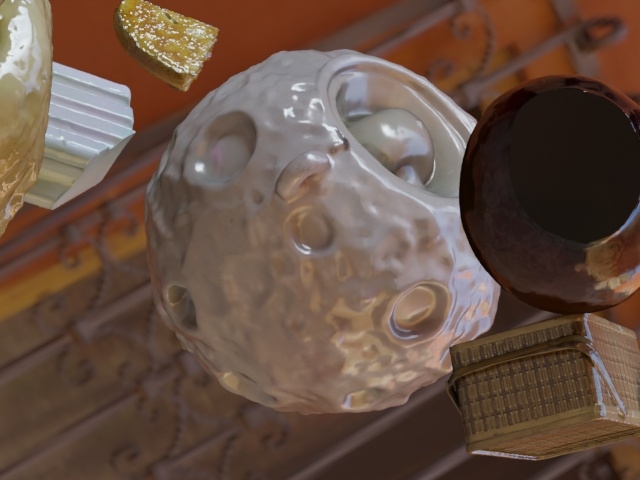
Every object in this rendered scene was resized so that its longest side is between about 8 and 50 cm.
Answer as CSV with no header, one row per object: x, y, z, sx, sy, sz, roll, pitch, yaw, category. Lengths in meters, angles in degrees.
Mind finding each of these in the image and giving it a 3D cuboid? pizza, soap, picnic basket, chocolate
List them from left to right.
-0.347,-0.132,1.927,0.095,0.289,0.173,-58,-152,29,soap
-0.187,-0.240,2.264,0.175,0.134,0.046,59,-41,40,pizza
0.175,0.112,1.349,0.164,0.115,0.079,18,57,-61,picnic basket
0.170,-0.026,1.259,0.176,0.177,0.177,57,-13,20,chocolate

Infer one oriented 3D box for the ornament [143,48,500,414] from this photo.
0.000,0.000,1.639,0.337,0.337,0.337,57,-13,20,ornament

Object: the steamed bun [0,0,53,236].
-0.384,-0.109,1.562,0.230,0.372,0.324,37,-39,58,steamed bun
